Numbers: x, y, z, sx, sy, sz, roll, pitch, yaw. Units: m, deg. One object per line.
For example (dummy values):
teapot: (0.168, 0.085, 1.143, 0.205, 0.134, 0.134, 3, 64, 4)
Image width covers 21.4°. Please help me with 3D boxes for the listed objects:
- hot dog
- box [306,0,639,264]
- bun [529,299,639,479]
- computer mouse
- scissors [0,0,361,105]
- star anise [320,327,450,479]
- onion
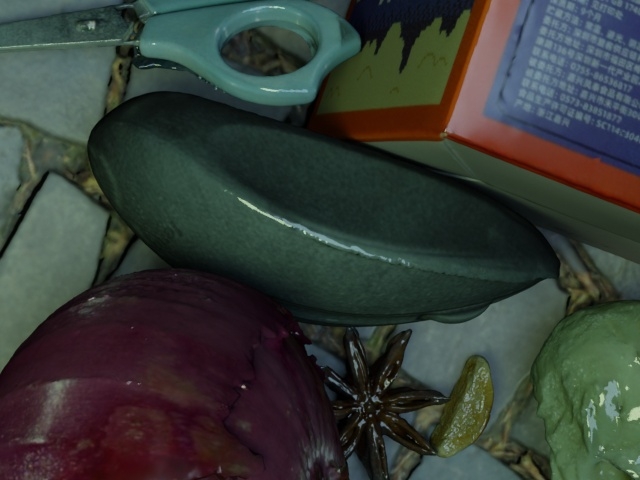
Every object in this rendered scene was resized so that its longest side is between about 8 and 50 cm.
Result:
hot dog: (0.123, 0.140, 1.392, 0.034, 0.030, 0.090, 26, 87, -18)
box: (0.221, -0.136, 1.254, 0.348, 0.318, 0.257, 20, 88, -16)
bun: (0.249, 0.159, 1.355, 0.212, 0.126, 0.204, 44, 124, 8)
computer mouse: (-0.001, 0.003, 1.268, 0.374, 0.203, 0.114, 18, 69, -10)
scissors: (-0.153, -0.159, 1.265, 0.360, 0.029, 0.191, -9, 56, -3)
star anise: (0.038, 0.137, 1.361, 0.141, 0.042, 0.141, 0, 90, -17)
onion: (-0.130, 0.191, 1.170, 0.345, 0.358, 0.358, 17, 89, -3)
